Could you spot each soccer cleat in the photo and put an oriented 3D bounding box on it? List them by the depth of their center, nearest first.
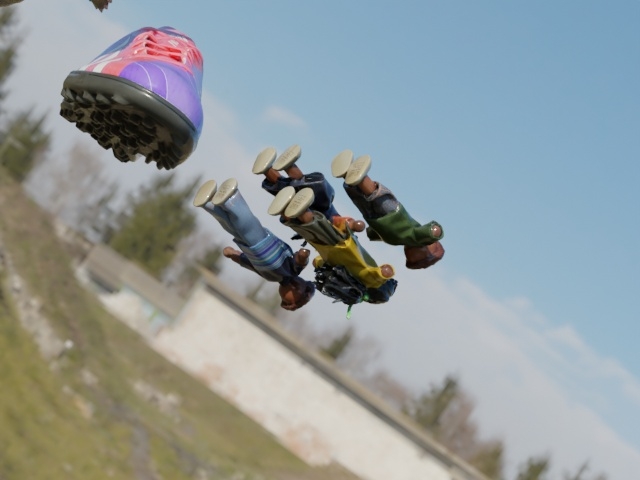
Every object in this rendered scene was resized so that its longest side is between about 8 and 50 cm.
[{"bbox_3d":[-0.139,-0.129,1.230,0.108,0.116,0.318,38,-6,-12],"label":"soccer cleat"}]

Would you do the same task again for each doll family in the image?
[{"bbox_3d":[0.000,0.000,0.993,0.111,0.076,0.193,47,-17,-31],"label":"doll family"}]

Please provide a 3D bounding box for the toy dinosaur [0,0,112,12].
[{"bbox_3d":[-0.266,-0.229,1.168,0.313,0.121,0.160,-8,-38,9],"label":"toy dinosaur"}]
